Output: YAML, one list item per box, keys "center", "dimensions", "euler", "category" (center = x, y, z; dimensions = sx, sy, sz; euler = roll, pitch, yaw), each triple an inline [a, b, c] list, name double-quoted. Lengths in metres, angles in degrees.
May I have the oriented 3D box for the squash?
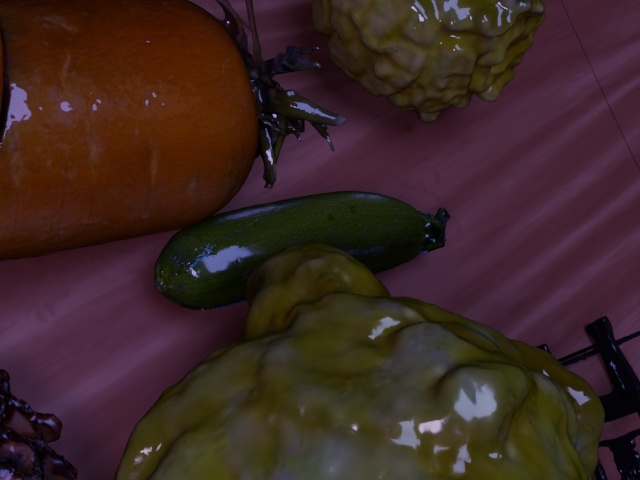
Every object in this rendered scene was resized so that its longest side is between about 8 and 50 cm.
- center: [0.001, 0.001, 0.892]
  dimensions: [0.332, 0.087, 0.087]
  euler: [-8, 71, -36]
  category: "squash"

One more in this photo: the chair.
- center: [0.321, 0.184, 0.987]
  dimensions: [0.113, 0.106, 0.229]
  euler: [-13, 75, -34]
  category: "chair"

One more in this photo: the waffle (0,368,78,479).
- center: [-0.250, 0.134, 0.613]
  dimensions: [0.234, 0.055, 0.221]
  euler: [45, 17, 16]
  category: "waffle"

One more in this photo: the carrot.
- center: [-0.156, -0.102, 0.772]
  dimensions: [0.331, 0.193, 0.214]
  euler: [-8, 98, -35]
  category: "carrot"

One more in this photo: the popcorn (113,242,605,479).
- center: [0.012, 0.166, 0.678]
  dimensions: [0.292, 0.293, 0.334]
  euler: [46, 48, -2]
  category: "popcorn"

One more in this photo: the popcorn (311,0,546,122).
- center: [0.118, -0.249, 1.007]
  dimensions: [0.249, 0.225, 0.249]
  euler: [11, 63, -22]
  category: "popcorn"
